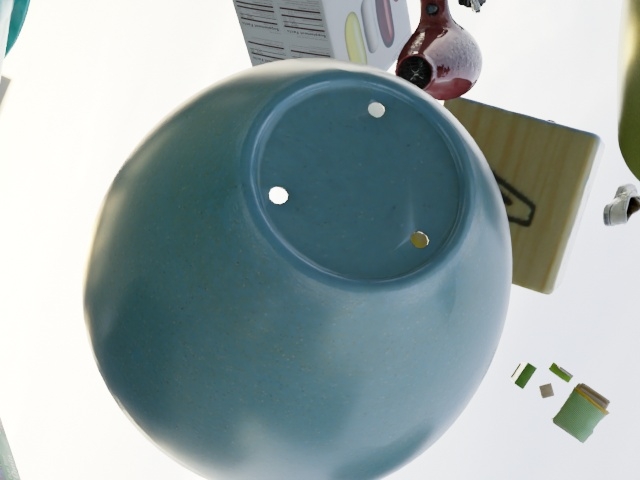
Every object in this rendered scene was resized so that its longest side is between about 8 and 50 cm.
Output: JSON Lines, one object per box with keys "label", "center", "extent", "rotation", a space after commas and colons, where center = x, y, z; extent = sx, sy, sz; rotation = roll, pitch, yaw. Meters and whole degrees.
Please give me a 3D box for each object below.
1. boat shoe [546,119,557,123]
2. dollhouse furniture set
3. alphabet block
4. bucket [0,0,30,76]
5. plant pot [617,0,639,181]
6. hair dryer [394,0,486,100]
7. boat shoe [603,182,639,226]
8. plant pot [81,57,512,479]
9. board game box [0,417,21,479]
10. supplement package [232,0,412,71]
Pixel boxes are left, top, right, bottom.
{"label": "boat shoe", "center": [0.370, -0.137, 1.637], "extent": [0.042, 0.049, 0.133], "rotation": [115, -22, -47]}
{"label": "dollhouse furniture set", "center": [0.355, 0.231, 1.510], "extent": [0.076, 0.151, 0.058], "rotation": [-55, 178, -1]}
{"label": "alphabet block", "center": [0.233, -0.058, 1.288], "extent": [0.193, 0.192, 0.197], "rotation": [18, -82, 17]}
{"label": "bucket", "center": [-0.255, -0.100, 0.408], "extent": [0.281, 0.281, 0.183], "rotation": [-127, -136, -57]}
{"label": "plant pot", "center": [0.386, -0.218, 0.916], "extent": [0.274, 0.293, 0.275], "rotation": [-14, -136, 14]}
{"label": "hair dryer", "center": [0.106, -0.247, 1.053], "extent": [0.080, 0.223, 0.293], "rotation": [-13, -131, 24]}
{"label": "boat shoe", "center": [0.376, -0.044, 1.252], "extent": [0.035, 0.100, 0.035], "rotation": [1, -69, 33]}
{"label": "plant pot", "center": [0.000, 0.000, 0.640], "extent": [0.195, 0.290, 0.290], "rotation": [120, -20, -65]}
{"label": "board game box", "center": [-0.276, 0.149, 0.679], "extent": [0.039, 0.211, 0.160], "rotation": [-38, -128, 5]}
{"label": "supplement package", "center": [0.006, -0.310, 1.373], "extent": [0.149, 0.203, 0.194], "rotation": [16, -128, 29]}
